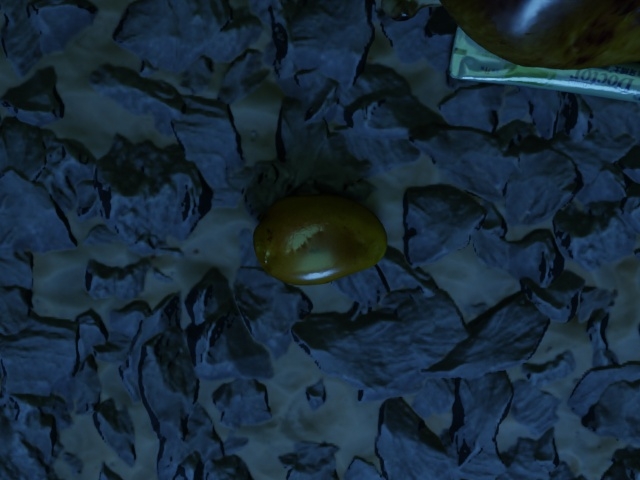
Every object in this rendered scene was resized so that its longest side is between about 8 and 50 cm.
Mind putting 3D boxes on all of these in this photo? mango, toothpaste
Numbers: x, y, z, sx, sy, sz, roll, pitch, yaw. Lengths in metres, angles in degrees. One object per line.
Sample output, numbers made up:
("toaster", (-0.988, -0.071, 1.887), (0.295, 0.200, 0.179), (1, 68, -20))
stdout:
("mango", (0.000, 0.000, 0.977), (0.114, 0.060, 0.080), (5, 87, 1))
("toothpaste", (0.206, -0.142, 0.960), (0.197, 0.029, 0.048), (10, 102, 1))

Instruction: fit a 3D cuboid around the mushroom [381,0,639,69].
("mushroom", (0.197, -0.282, 0.858), (0.345, 0.259, 0.345), (2, 86, -23))
